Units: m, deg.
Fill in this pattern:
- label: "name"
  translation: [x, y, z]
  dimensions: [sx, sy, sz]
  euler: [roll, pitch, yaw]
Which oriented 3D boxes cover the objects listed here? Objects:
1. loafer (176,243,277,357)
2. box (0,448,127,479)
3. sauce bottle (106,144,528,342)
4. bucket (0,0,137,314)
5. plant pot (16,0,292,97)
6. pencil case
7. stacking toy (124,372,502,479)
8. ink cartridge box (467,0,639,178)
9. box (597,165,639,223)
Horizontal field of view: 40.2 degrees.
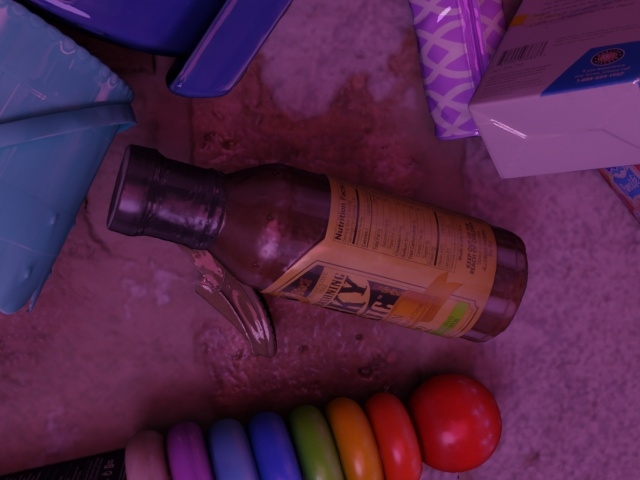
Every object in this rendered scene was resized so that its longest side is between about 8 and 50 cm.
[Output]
- label: "loafer"
  translation: [-0.084, 0.042, 0.777]
  dimensions: [0.050, 0.056, 0.148]
  euler: [-26, 91, 0]
- label: "box"
  translation: [-0.257, 0.292, 0.770]
  dimensions: [0.207, 0.108, 0.153]
  euler: [-11, 101, -4]
- label: "sauce bottle"
  translation: [0.000, 0.000, 0.728]
  dimensions: [0.344, 0.111, 0.111]
  euler: [15, 98, -16]
- label: "bucket"
  translation: [-0.280, -0.088, 0.626]
  dimensions: [0.281, 0.281, 0.183]
  euler: [30, 87, -10]
- label: "plant pot"
  translation: [-0.112, -0.238, 0.639]
  dimensions: [0.212, 0.236, 0.236]
  euler: [34, 94, -16]
- label: "pencil case"
  translation: [0.121, -0.184, 0.741]
  dimensions: [0.086, 0.088, 0.206]
  euler: [-16, 102, -12]
- label: "stacking toy"
  translation: [0.004, 0.194, 0.776]
  dimensions: [0.330, 0.141, 0.141]
  euler: [-16, 101, -8]
- label: "ink cartridge box"
  translation: [0.223, -0.158, 0.696]
  dimensions: [0.078, 0.134, 0.231]
  euler: [56, 49, -32]
- label: "box"
  translation: [0.386, -0.139, 0.744]
  dimensions: [0.300, 0.154, 0.142]
  euler: [-41, 101, 3]
